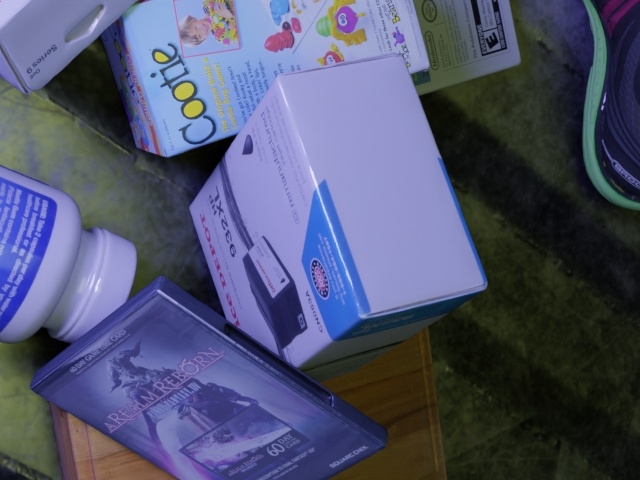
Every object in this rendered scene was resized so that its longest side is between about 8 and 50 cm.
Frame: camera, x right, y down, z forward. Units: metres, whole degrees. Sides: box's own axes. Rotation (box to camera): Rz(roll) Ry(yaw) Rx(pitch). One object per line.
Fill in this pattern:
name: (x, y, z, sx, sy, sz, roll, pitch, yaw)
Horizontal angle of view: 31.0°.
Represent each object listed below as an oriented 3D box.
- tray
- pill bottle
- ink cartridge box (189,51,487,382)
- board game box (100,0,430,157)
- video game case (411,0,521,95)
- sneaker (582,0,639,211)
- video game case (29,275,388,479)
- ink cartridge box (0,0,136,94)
tray: (-0.064, 0.210, 1.227, 0.411, 0.076, 0.202, -12, 100, -27)
pill bottle: (-0.311, 0.004, 1.037, 0.272, 0.152, 0.152, 25, 82, -27)
ink cartridge box: (0.000, 0.000, 1.079, 0.129, 0.307, 0.223, -14, 76, -25)
board game box: (-0.059, -0.194, 1.128, 0.275, 0.142, 0.144, -20, 105, -17)
video game case: (0.066, -0.318, 1.274, 0.300, 0.036, 0.329, -19, 103, -25)
sneaker: (0.406, -0.273, 1.360, 0.185, 0.202, 0.482, -16, 102, -26)
video game case: (-0.102, 0.157, 1.072, 0.274, 0.196, 0.026, 37, 36, -25)
ink cartridge box: (-0.279, -0.245, 0.998, 0.154, 0.212, 0.093, -48, 156, -17)
